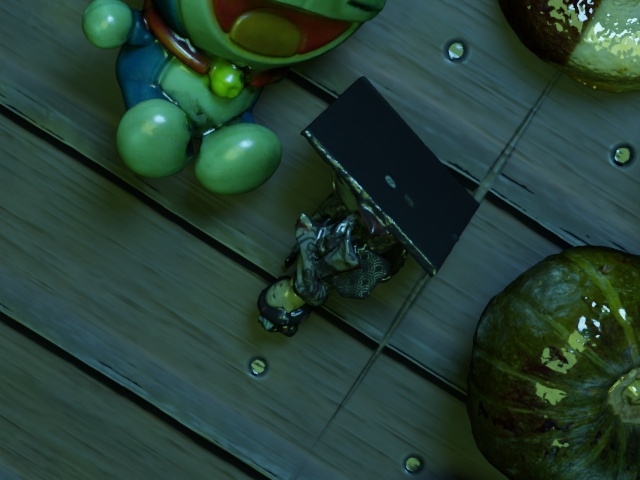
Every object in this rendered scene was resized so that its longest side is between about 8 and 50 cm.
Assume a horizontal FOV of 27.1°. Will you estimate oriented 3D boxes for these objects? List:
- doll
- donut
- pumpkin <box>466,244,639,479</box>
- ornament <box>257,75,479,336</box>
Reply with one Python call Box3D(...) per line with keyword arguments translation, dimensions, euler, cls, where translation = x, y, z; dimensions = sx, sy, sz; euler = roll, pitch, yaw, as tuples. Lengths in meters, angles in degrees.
Box3D(translation=(-0.062, -0.203, 1.046), dimensions=(0.198, 0.186, 0.322), euler=(16, 123, -39), cls="doll")
Box3D(translation=(0.229, -0.194, 1.059), dimensions=(0.217, 0.085, 0.141), euler=(29, 104, -1), cls="donut")
Box3D(translation=(0.214, 0.105, 1.090), dimensions=(0.219, 0.162, 0.219), euler=(-7, 112, -17), cls="pumpkin")
Box3D(translation=(0.000, 0.000, 1.114), dimensions=(0.153, 0.166, 0.196), euler=(46, 118, -2), cls="ornament")
